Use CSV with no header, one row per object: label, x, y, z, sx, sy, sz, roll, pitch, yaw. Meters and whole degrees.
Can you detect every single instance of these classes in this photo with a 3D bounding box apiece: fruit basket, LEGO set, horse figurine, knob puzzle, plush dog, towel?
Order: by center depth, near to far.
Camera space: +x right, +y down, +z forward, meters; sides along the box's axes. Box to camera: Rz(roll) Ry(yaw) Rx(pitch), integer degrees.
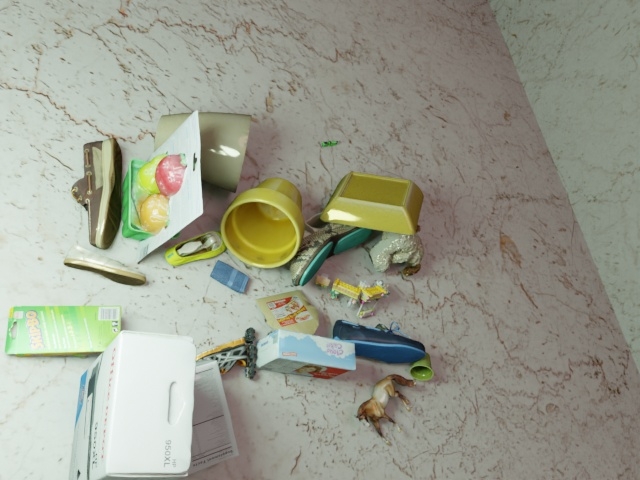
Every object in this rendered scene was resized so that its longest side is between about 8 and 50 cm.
fruit basket,-0.423,-0.143,1.608,0.166,0.353,0.326,19,53,-45
towel,-0.282,0.114,1.773,0.120,0.029,0.067,32,51,-17
knob puzzle,-0.090,0.247,1.802,0.213,0.030,0.213,15,37,-12
horse figurine,0.216,0.530,1.863,0.174,0.066,0.263,48,51,-11
LEGO set,0.111,0.197,1.977,0.287,0.107,0.132,7,27,-27
plush dog,0.317,0.007,2.163,0.225,0.211,0.262,36,46,-48

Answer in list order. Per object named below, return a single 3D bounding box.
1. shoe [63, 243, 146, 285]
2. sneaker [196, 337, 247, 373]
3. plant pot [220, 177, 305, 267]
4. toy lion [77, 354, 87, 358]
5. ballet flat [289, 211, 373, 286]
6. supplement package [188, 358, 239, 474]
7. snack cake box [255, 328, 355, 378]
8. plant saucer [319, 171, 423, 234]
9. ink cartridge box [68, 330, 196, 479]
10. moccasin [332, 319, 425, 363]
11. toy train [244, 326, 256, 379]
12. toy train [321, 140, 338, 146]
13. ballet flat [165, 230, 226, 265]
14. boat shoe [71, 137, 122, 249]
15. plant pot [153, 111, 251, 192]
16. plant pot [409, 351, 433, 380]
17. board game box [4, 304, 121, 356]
shoe,-0.581,0.068,1.560,0.219,0.076,0.058,20,60,-22
sneaker,-0.293,0.341,1.607,0.215,0.084,0.083,-15,83,-38
plant pot,-0.164,-0.079,1.832,0.254,0.254,0.239,37,33,-13
toy lion,-0.630,0.243,1.462,0.096,0.034,0.100,18,56,-17
ballet flat,0.000,0.000,1.971,0.182,0.164,0.483,37,40,16
supplement package,-0.314,0.440,1.452,0.139,0.134,0.243,-12,86,-26
snack cake box,-0.044,0.348,1.725,0.265,0.152,0.089,16,58,-28
plant saucer,0.195,-0.153,2.045,0.333,0.080,0.332,10,32,11
ink cartridge box,-0.427,0.396,1.271,0.166,0.395,0.285,12,59,-30
moccasin,0.204,0.326,1.920,0.342,0.137,0.116,17,45,-24
toy train,-0.210,0.336,1.694,0.027,0.036,0.158,21,52,-40
toy train,0.038,-0.387,2.276,0.083,0.024,0.017,-15,75,-39
ballet flat,-0.362,0.017,1.739,0.231,0.077,0.077,-22,78,-41
boat shoe,-0.642,-0.134,1.623,0.123,0.123,0.341,-3,71,-4
plant pot,-0.380,-0.303,1.819,0.274,0.256,0.256,11,58,-11
plant pot,0.358,0.436,2.011,0.083,0.083,0.079,35,39,-14
board game box,-0.639,0.225,1.431,0.260,0.039,0.124,3,62,-21
